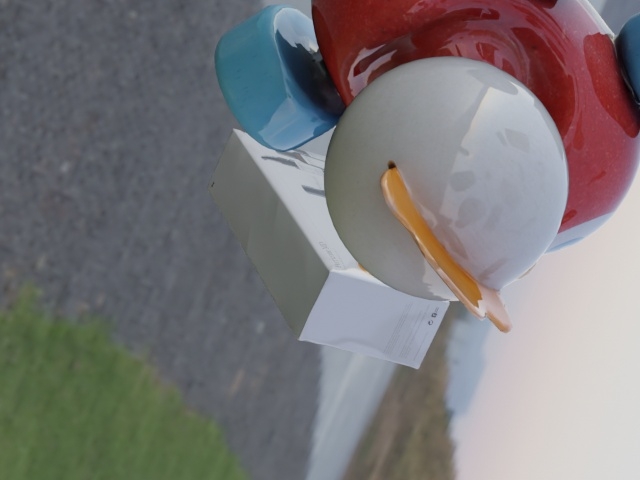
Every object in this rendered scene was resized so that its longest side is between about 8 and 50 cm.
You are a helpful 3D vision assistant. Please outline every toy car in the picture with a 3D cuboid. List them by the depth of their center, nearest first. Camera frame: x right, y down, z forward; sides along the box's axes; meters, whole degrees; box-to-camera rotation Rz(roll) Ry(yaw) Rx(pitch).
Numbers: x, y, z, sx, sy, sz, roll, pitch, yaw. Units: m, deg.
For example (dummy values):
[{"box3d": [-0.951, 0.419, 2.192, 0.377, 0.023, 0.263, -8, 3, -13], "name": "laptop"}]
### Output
[{"box3d": [0.074, -0.033, 0.820, 0.219, 0.210, 0.238, -26, -146, 26], "name": "toy car"}]

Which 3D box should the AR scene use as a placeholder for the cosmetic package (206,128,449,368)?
[{"box3d": [0.000, 0.000, 1.231, 0.060, 0.099, 0.239, -67, -152, 19], "name": "cosmetic package"}]
